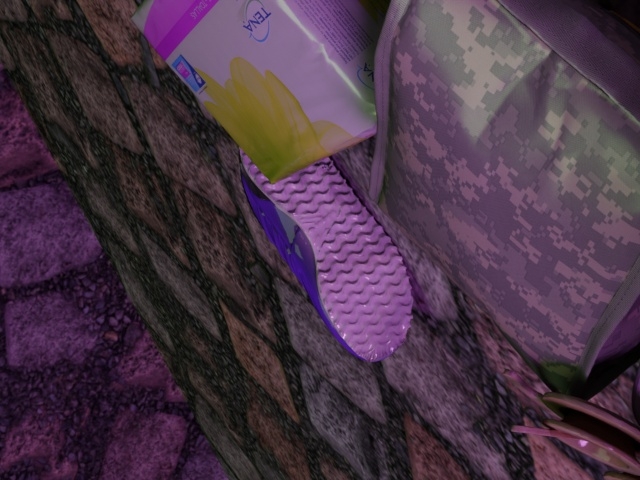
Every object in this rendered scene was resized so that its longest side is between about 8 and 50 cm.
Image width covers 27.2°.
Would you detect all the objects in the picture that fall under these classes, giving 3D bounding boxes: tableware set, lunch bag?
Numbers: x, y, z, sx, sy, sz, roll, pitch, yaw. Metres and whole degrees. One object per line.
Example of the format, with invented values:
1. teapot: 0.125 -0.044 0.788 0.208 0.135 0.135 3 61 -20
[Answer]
1. tableware set: 0.210 0.159 0.910 0.128 0.039 0.194 18 164 44
2. lunch bag: 0.158 -0.059 0.861 0.235 0.169 0.287 47 164 20

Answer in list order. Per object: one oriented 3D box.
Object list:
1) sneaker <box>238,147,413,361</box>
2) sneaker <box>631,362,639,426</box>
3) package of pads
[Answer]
1. sneaker: 0.001 -0.001 1.475 0.293 0.102 0.146 61 166 1
2. sneaker: 0.318 0.143 0.924 0.163 0.086 0.226 16 169 28
3. package of pads: -0.037 -0.177 1.190 0.229 0.101 0.296 49 159 -7
